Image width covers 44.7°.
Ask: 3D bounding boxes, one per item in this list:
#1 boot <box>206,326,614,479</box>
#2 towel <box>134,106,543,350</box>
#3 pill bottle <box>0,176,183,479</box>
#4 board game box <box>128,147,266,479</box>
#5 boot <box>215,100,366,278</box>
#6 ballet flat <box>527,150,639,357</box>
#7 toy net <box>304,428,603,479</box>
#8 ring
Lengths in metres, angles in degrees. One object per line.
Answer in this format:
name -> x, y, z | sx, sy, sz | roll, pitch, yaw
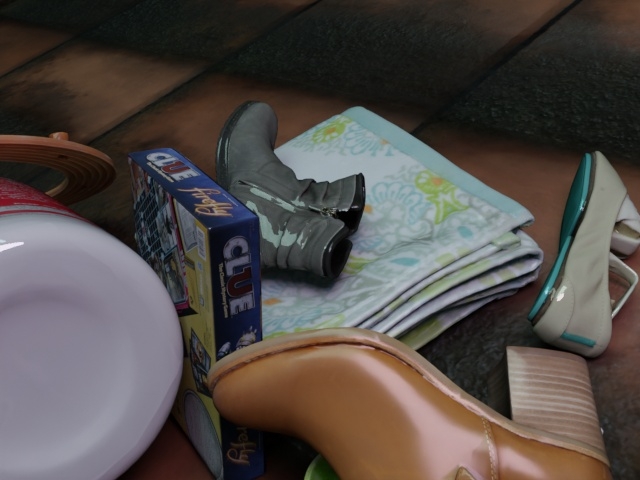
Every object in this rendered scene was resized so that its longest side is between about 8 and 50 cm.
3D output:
boot -> 0.051, 0.180, 0.513 | 0.283, 0.109, 0.220 | 5, 60, 1
towel -> 0.000, 0.000, 0.824 | 0.320, 0.090, 0.374 | -28, 37, -16
pill bottle -> -0.302, 0.062, 0.722 | 0.229, 0.229, 0.408 | -34, 26, -21
board game box -> -0.104, 0.062, 0.653 | 0.042, 0.243, 0.165 | -15, 32, -29
boot -> -0.028, -0.052, 0.784 | 0.161, 0.083, 0.246 | -1, 46, 14
ballet flat -> 0.258, 0.010, 0.725 | 0.086, 0.086, 0.248 | 5, 43, 28
toy net -> 0.109, 0.180, 0.577 | 0.232, 0.045, 0.122 | -20, 36, -4
ring -> -0.410, -0.070, 0.903 | 0.337, 0.032, 0.336 | -11, -8, -1
